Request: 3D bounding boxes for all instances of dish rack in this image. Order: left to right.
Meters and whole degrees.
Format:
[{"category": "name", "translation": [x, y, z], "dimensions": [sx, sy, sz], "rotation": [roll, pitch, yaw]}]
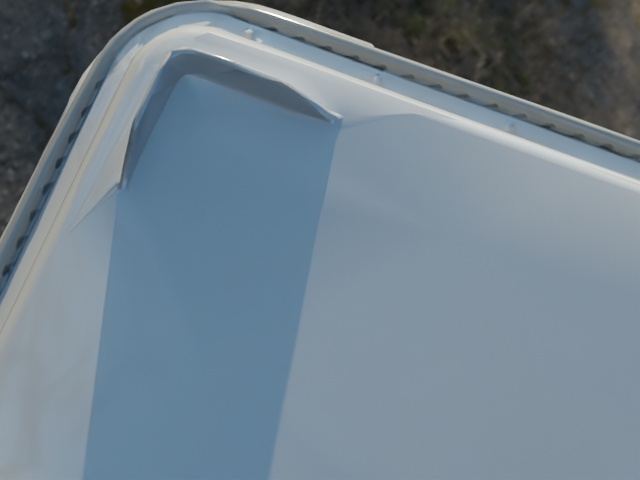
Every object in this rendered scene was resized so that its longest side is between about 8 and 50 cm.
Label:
[{"category": "dish rack", "translation": [0.031, 0.078, 0.416], "dimensions": [0.333, 0.072, 0.285], "rotation": [21, 75, 10]}]
